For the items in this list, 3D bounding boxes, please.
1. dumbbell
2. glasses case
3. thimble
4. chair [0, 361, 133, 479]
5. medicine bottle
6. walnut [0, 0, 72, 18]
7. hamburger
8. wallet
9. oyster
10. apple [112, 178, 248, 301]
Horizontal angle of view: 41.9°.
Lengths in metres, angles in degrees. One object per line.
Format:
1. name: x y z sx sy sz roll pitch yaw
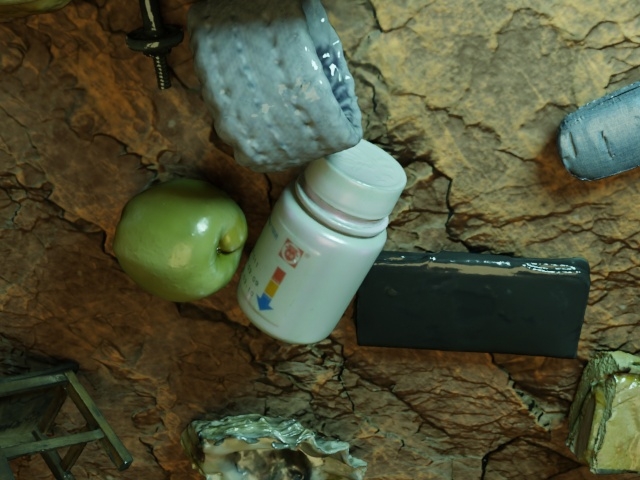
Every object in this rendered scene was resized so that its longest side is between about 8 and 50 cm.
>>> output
1. dumbbell: -0.228 -0.323 1.105 0.082 0.081 0.254 -2 121 6
2. glasses case: 0.462 -0.170 1.141 0.282 0.067 0.109 -23 114 16
3. thimble: -0.056 -0.215 1.074 0.157 0.217 0.245 -18 94 14
4. chair: -0.552 0.297 1.468 0.240 0.416 0.203 -4 137 -47
5. medicine bottle: 0.000 0.000 1.226 0.170 0.170 0.293 23 122 -9
6. walnut: -0.390 -0.381 1.012 0.257 0.257 0.224 9 154 0
7. hamburger: 0.500 0.269 1.388 0.155 0.135 0.207 -3 108 -11
8. wallet: 0.235 0.102 1.337 0.377 0.051 0.197 2 124 5
9. oyster: -0.088 0.394 1.515 0.351 0.115 0.238 9 130 5
10. apple: -0.205 0.000 1.237 0.200 0.200 0.200 2 121 4
